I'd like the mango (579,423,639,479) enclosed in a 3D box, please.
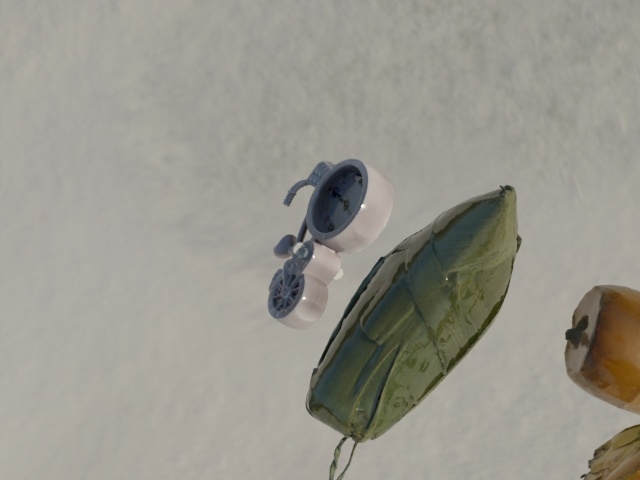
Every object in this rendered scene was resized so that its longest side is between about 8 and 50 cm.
[{"bbox_3d":[0.306,0.272,0.914,0.187,0.138,0.257,-35,85,-37],"label":"mango"}]

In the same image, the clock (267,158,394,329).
[{"bbox_3d":[0.000,0.000,0.851,0.129,0.041,0.087,-60,34,2],"label":"clock"}]

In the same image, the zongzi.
[{"bbox_3d":[0.031,0.047,0.538,0.062,0.130,0.154,41,77,8],"label":"zongzi"}]

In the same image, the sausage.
[{"bbox_3d":[0.386,0.137,1.118,0.328,0.112,0.112,20,82,-9],"label":"sausage"}]
